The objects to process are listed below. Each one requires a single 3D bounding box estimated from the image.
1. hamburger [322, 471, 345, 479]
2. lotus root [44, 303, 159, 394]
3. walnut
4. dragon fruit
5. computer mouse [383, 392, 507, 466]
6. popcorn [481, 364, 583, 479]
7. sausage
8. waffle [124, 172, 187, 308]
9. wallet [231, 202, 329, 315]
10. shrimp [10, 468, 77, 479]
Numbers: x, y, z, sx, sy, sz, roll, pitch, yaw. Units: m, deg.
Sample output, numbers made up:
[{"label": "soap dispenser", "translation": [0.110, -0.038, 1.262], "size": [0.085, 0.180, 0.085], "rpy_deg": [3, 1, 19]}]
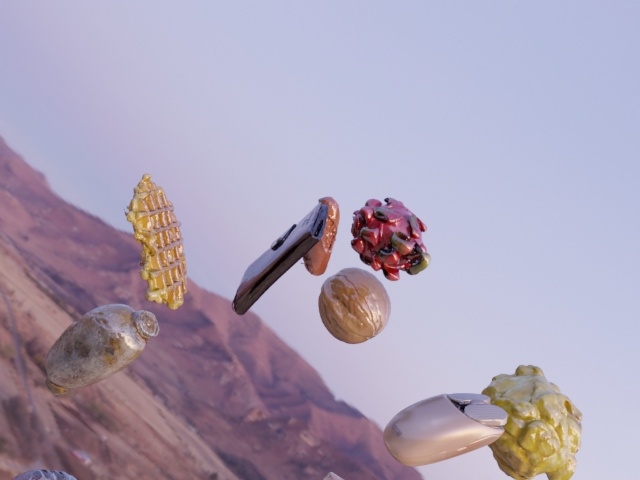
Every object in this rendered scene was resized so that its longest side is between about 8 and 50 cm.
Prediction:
[{"label": "hamburger", "translation": [0.028, 0.725, 2.022], "size": [0.245, 0.155, 0.282], "rpy_deg": [18, 23, -44]}, {"label": "lotus root", "translation": [-0.579, 0.277, 2.009], "size": [0.175, 0.350, 0.175], "rpy_deg": [51, 14, -19]}, {"label": "walnut", "translation": [0.096, 0.189, 2.313], "size": [0.228, 0.228, 0.228], "rpy_deg": [40, -12, 10]}, {"label": "dragon fruit", "translation": [0.172, 0.002, 2.012], "size": [0.272, 0.198, 0.218], "rpy_deg": [-78, 144, -66]}, {"label": "computer mouse", "translation": [0.236, 0.356, 1.529], "size": [0.145, 0.237, 0.081], "rpy_deg": [-135, -148, -70]}, {"label": "popcorn", "translation": [0.441, 0.400, 1.698], "size": [0.242, 0.234, 0.250], "rpy_deg": [23, 12, 29]}, {"label": "sausage", "translation": [0.000, 0.002, 2.041], "size": [0.079, 0.087, 0.326], "rpy_deg": [8, -31, -3]}, {"label": "waffle", "translation": [-0.371, 0.006, 1.829], "size": [0.281, 0.058, 0.300], "rpy_deg": [53, 25, -70]}, {"label": "wallet", "translation": [-0.097, 0.037, 1.909], "size": [0.045, 0.318, 0.172], "rpy_deg": [37, 33, -17]}, {"label": "shrimp", "translation": [-0.511, 0.597, 1.673], "size": [0.221, 0.166, 0.410], "rpy_deg": [15, -42, 36]}]
